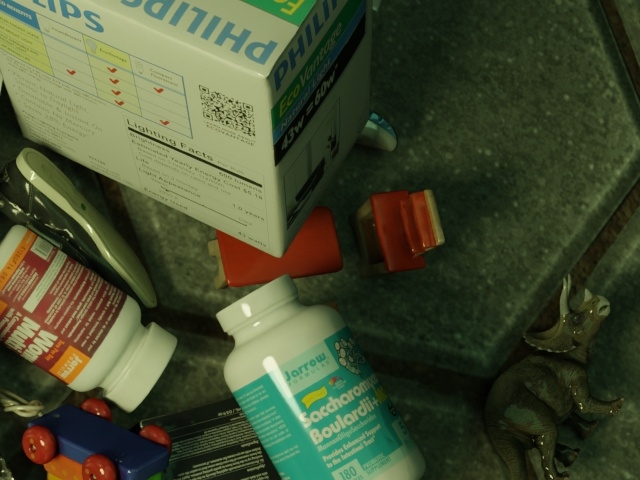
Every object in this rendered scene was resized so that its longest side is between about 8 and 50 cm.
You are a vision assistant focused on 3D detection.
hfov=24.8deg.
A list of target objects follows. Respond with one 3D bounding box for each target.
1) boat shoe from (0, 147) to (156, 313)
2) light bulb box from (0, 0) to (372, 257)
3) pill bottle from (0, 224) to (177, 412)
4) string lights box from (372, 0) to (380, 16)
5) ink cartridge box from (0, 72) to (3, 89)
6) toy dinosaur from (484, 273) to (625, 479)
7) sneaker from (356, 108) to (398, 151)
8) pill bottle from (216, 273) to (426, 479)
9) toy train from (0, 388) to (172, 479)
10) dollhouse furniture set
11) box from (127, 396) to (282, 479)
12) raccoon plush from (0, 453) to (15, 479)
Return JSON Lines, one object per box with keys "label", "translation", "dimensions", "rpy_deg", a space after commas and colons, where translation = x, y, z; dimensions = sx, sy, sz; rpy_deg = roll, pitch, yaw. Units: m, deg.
{"label": "boat shoe", "translation": [-0.280, 0.001, 1.664], "dimensions": [0.079, 0.084, 0.233], "rpy_deg": [-41, 104, 11]}
{"label": "light bulb box", "translation": [-0.147, -0.215, 1.545], "dimensions": [0.358, 0.361, 0.225], "rpy_deg": [25, 64, 13]}
{"label": "pill bottle", "translation": [-0.276, 0.090, 1.604], "dimensions": [0.221, 0.121, 0.121], "rpy_deg": [35, 65, -11]}
{"label": "string lights box", "translation": [-0.029, -0.393, 1.866], "dimensions": [0.260, 0.077, 0.133], "rpy_deg": [28, 67, -15]}
{"label": "ink cartridge box", "translation": [-0.397, -0.086, 1.612], "dimensions": [0.046, 0.097, 0.207], "rpy_deg": [14, 70, -20]}
{"label": "toy dinosaur", "translation": [0.273, 0.210, 1.833], "dimensions": [0.160, 0.121, 0.313], "rpy_deg": [41, 68, 4]}
{"label": "sneaker", "translation": [0.003, -0.140, 1.825], "dimensions": [0.191, 0.071, 0.083], "rpy_deg": [22, 75, -8]}
{"label": "pill bottle", "translation": [-0.009, 0.171, 1.574], "dimensions": [0.146, 0.146, 0.264], "rpy_deg": [-30, 88, -27]}
{"label": "toy train", "translation": [-0.276, 0.249, 1.574], "dimensions": [0.105, 0.248, 0.143], "rpy_deg": [-23, 124, -51]}
{"label": "dollhouse furniture set", "translation": [0.000, 0.000, 1.740], "dimensions": [0.259, 0.135, 0.262], "rpy_deg": [-9, 80, -25]}
{"label": "box", "translation": [-0.074, 0.269, 1.655], "dimensions": [0.261, 0.103, 0.184], "rpy_deg": [-12, 77, -26]}
{"label": "raccoon plush", "translation": [-0.500, 0.189, 1.445], "dimensions": [0.299, 0.216, 0.446], "rpy_deg": [-29, 89, -19]}
